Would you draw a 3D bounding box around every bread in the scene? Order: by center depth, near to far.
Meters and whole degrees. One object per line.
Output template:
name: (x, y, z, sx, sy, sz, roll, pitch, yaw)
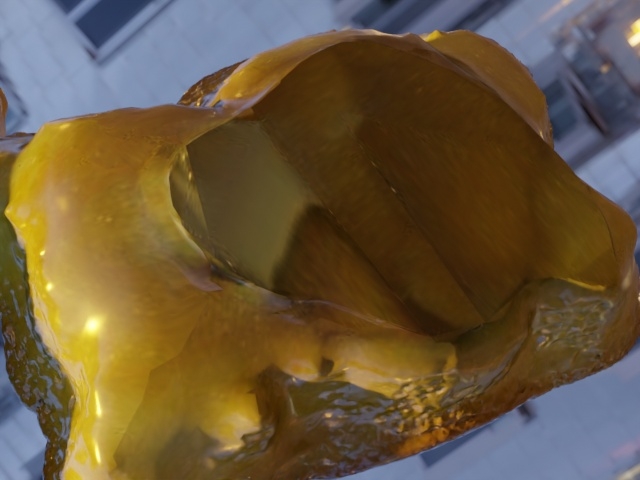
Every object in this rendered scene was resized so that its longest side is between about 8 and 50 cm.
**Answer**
bread: (0.000, 0.000, 0.535, 0.233, 0.088, 0.161, -19, -102, -25)

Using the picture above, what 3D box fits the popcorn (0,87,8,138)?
popcorn: (-0.336, -0.046, 0.869, 0.349, 0.349, 0.382, 34, -152, -41)
